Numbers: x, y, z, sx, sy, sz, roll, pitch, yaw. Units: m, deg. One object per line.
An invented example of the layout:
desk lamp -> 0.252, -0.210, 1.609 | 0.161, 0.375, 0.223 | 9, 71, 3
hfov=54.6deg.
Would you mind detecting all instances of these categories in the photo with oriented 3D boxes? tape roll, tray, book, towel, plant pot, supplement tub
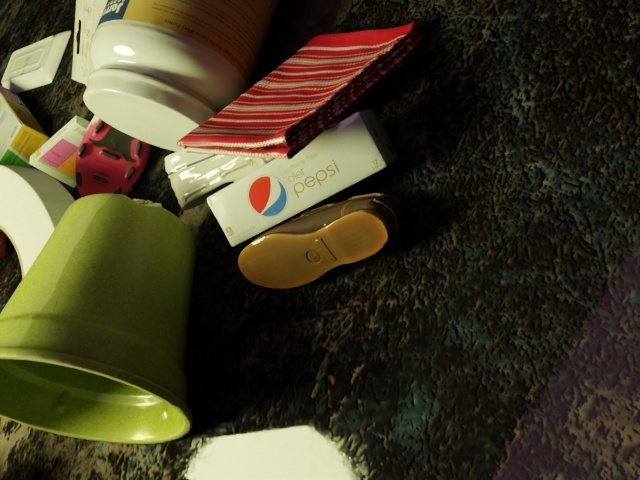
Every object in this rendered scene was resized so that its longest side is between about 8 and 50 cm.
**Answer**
tape roll -> -0.520, 0.070, 1.009 | 0.392, 0.072, 0.391 | 0, 91, 28
tray -> -0.722, -0.443, 1.548 | 0.271, 0.030, 0.145 | 1, 71, 40
book -> -0.451, -0.163, 1.141 | 0.144, 0.096, 0.035 | -28, 54, 27
towel -> -0.022, -0.185, 0.750 | 0.199, 0.031, 0.275 | 10, 45, 43
plant pot -> -0.272, 0.091, 0.786 | 0.276, 0.276, 0.253 | -19, 47, 33
supplement tub -> -0.195, -0.308, 0.905 | 0.229, 0.228, 0.316 | 5, 73, 41

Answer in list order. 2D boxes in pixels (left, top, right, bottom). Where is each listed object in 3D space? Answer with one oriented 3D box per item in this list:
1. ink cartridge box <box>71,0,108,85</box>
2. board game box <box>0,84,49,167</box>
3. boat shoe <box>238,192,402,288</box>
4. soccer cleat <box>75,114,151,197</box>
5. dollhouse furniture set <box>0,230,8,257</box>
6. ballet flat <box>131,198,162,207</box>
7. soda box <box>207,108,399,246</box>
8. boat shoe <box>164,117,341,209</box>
ink cartridge box -> -0.414, -0.382, 1.202 | 0.225, 0.056, 0.180 | 28, 113, 45
board game box -> -0.763, -0.211, 1.448 | 0.242, 0.064, 0.316 | -55, 46, 6
boat shoe -> 0.000, 0.000, 0.714 | 0.207, 0.073, 0.073 | -15, 23, 31
soccer cleat -> -0.330, -0.216, 1.074 | 0.143, 0.116, 0.330 | -109, 35, -82
dollhouse furniture set -> -0.788, 0.014, 1.296 | 0.201, 0.152, 0.374 | 54, 135, 10
ballet flat -> -0.349, -0.018, 1.002 | 0.241, 0.077, 0.091 | -21, 59, 32
soda box -> -0.022, -0.072, 0.727 | 0.216, 0.074, 0.069 | -27, 95, 22
boat shoe -> -0.089, -0.102, 0.819 | 0.268, 0.096, 0.088 | -14, 91, 21
